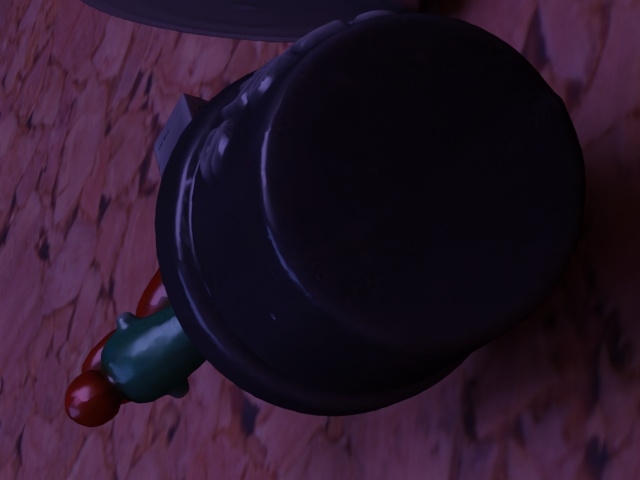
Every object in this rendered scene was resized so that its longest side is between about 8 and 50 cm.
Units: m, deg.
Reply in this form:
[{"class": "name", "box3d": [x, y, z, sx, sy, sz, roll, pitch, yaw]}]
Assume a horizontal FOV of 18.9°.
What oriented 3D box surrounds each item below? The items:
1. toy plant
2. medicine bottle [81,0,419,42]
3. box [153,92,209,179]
[{"class": "toy plant", "box3d": [0.005, -0.012, 1.000, 0.400, 0.185, 0.279, 154, 136, -75]}, {"class": "medicine bottle", "box3d": [-0.033, -0.296, 1.146, 0.256, 0.256, 0.324, -9, 76, 62]}, {"class": "box", "box3d": [-0.070, -0.017, 1.297, 0.055, 0.040, 0.218, -58, 30, 25]}]
